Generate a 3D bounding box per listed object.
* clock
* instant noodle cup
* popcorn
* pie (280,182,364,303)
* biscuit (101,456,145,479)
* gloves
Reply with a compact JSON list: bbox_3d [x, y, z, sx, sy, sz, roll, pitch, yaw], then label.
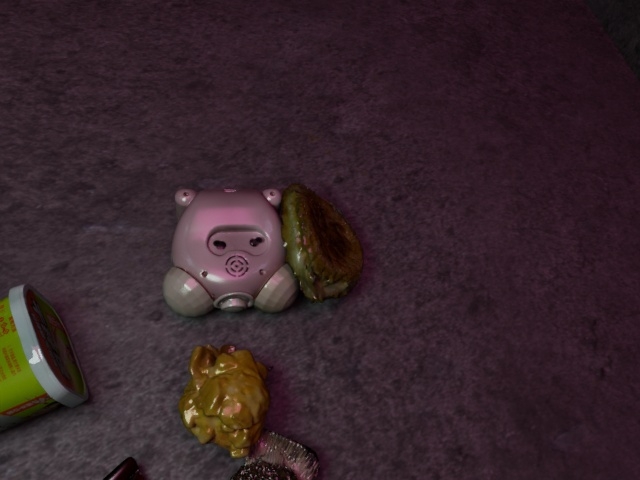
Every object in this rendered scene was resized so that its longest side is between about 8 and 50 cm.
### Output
[{"bbox_3d":[-0.230,0.036,1.377,0.341,0.184,0.326,-3,66,-7],"label":"clock"},{"bbox_3d":[-0.696,0.281,1.101,0.307,0.294,0.294,-25,68,-16],"label":"instant noodle cup"},{"bbox_3d":[-0.217,0.351,1.181,0.191,0.190,0.254,19,35,-18],"label":"popcorn"},{"bbox_3d":[0.000,0.000,1.394,0.288,0.102,0.355,26,44,-50],"label":"pie"},{"bbox_3d":[-0.379,0.586,1.088,0.151,0.063,0.235,-38,79,-26],"label":"biscuit"},{"bbox_3d":[-0.108,0.558,1.112,0.210,0.135,0.312,41,38,-10],"label":"gloves"}]
